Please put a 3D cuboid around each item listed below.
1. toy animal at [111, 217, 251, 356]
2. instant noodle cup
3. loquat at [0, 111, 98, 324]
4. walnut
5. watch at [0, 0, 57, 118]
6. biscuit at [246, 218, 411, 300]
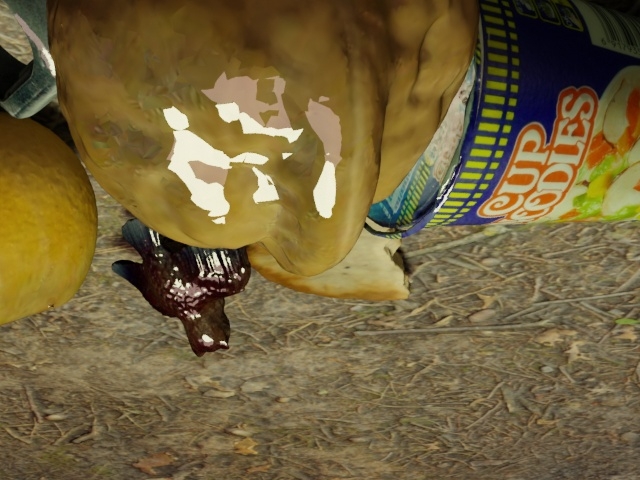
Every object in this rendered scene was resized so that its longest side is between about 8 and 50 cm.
[{"bbox_3d":[-0.175,0.056,2.257,0.218,0.179,0.116,-19,172,39],"label":"toy animal"},{"bbox_3d":[0.207,-0.127,1.747,0.312,0.284,0.284,6,156,-26],"label":"instant noodle cup"},{"bbox_3d":[-0.390,-0.026,2.018,0.275,0.274,0.275,3,155,1],"label":"loquat"},{"bbox_3d":[-0.054,-0.167,1.521,0.384,0.383,0.383,3,155,1],"label":"walnut"},{"bbox_3d":[-0.310,-0.212,1.729,0.193,0.068,0.206,51,153,-8],"label":"watch"},{"bbox_3d":[0.000,0.000,2.271,0.205,0.040,0.309,-3,154,11],"label":"biscuit"}]
